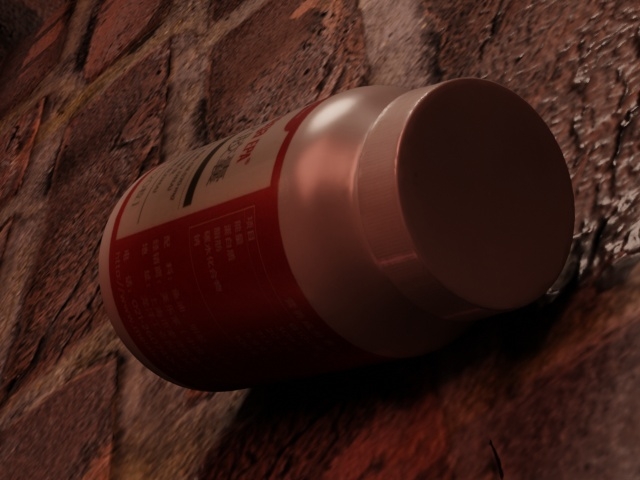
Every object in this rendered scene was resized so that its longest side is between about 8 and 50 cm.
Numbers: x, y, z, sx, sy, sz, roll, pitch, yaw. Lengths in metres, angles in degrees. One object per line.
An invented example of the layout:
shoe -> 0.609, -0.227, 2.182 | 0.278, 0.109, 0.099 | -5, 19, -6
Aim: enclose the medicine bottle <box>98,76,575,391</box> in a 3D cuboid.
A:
medicine bottle -> 0.000, 0.000, 0.858 | 0.250, 0.131, 0.131 | -17, 32, 52
